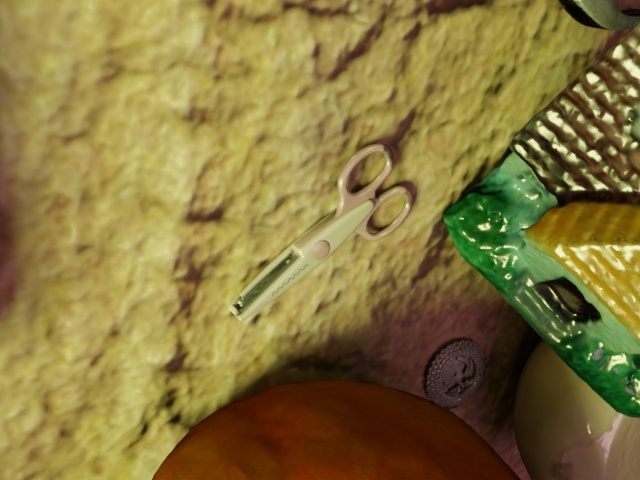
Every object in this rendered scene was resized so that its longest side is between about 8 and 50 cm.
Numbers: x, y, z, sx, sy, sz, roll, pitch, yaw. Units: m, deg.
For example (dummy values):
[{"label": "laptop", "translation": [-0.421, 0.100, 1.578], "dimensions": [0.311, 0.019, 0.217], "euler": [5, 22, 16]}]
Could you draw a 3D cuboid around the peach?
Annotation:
[{"label": "peach", "translation": [0.021, 0.280, 0.502], "dimensions": [0.343, 0.302, 0.342], "euler": [-12, 117, -25]}]

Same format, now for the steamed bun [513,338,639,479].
[{"label": "steamed bun", "translation": [0.289, 0.168, 0.711], "dimensions": [0.232, 0.145, 0.231], "euler": [-12, 112, -33]}]

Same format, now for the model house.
[{"label": "model house", "translation": [0.273, -0.010, 0.489], "dimensions": [0.280, 0.249, 0.230], "euler": [45, 84, 3]}]

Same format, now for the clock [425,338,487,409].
[{"label": "clock", "translation": [0.137, 0.134, 0.687], "dimensions": [0.074, 0.010, 0.083], "euler": [-39, 126, -10]}]

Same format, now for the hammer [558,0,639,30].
[{"label": "hammer", "translation": [0.297, -0.303, 0.560], "dimensions": [0.137, 0.037, 0.289], "euler": [33, 93, -37]}]

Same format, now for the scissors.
[{"label": "scissors", "translation": [0.000, 0.000, 0.531], "dimensions": [0.176, 0.022, 0.085], "euler": [-40, 130, -13]}]
